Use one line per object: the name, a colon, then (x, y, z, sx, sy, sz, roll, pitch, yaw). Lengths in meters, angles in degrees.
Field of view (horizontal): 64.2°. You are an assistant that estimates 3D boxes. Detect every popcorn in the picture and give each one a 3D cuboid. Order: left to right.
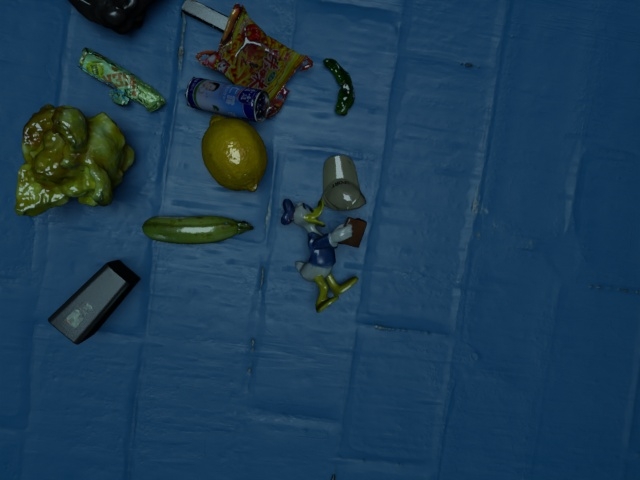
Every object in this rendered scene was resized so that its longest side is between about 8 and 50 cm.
popcorn: (-0.674, -0.210, 1.433, 0.325, 0.290, 0.321, 33, 108, 17)

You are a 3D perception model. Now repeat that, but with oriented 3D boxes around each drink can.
drink can: (-0.274, -0.415, 1.504, 0.235, 0.097, 0.097, 17, 92, 16)

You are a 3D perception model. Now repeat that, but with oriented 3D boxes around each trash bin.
trash bin: (-0.660, 0.176, 1.518, 0.115, 0.165, 0.225, 44, 87, -5)

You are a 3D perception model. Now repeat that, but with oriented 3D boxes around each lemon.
lemon: (-0.255, -0.256, 1.508, 0.188, 0.188, 0.257, -26, 88, -3)

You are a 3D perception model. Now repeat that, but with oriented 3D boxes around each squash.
squash: (-0.375, -0.033, 1.563, 0.341, 0.094, 0.094, 0, 94, -5)

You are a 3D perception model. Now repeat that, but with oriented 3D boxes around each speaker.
speaker: (-0.323, -0.671, 1.549, 0.191, 0.040, 0.046, 24, 92, -6)

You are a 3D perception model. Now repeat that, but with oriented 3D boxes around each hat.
hat: (0.063, -0.179, 1.591, 0.147, 0.085, 0.175, -9, 96, -3)

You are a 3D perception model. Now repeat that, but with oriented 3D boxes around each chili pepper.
chili pepper: (0.064, -0.483, 1.589, 0.073, 0.050, 0.182, -15, 93, 3)

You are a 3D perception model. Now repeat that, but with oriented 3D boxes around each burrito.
burrito: (-0.607, -0.466, 1.532, 0.288, 0.054, 0.104, 31, 91, -6)

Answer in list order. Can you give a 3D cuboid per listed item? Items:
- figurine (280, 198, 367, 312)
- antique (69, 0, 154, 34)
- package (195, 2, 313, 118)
figurine: (0.000, 0.000, 1.539, 0.283, 0.204, 0.338, -41, 86, 30)
antique: (-0.574, -0.759, 1.452, 0.322, 0.185, 0.255, -43, 95, -5)
package: (-0.195, -0.539, 1.530, 0.288, 0.108, 0.223, 36, 105, -21)
